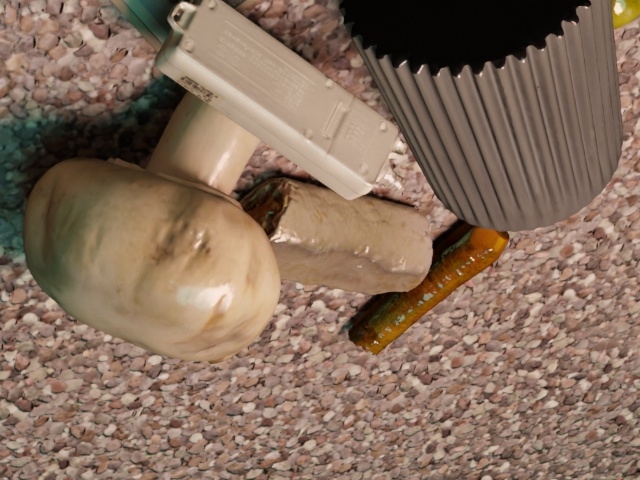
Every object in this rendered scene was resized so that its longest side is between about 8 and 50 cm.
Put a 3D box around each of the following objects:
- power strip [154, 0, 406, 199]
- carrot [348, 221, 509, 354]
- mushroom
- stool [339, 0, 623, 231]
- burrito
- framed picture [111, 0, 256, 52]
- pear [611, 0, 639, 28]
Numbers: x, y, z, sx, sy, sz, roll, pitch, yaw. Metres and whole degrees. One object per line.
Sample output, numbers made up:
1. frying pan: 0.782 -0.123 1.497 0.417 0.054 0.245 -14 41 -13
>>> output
1. power strip: -0.038 -0.155 1.956 0.338 0.098 0.058 34 151 -17
2. carrot: 0.146 0.063 2.372 0.260 0.070 0.070 -42 134 17
3. mushroom: -0.165 -0.035 2.024 0.314 0.314 0.336 37 80 -43
4. stool: 0.203 -0.202 2.002 0.297 0.297 0.330 -26 142 0
5. burrito: -0.002 0.002 2.223 0.299 0.105 0.143 9 130 -33
6. framed picture: -0.164 -0.298 1.923 0.150 0.015 0.203 -34 136 7
7. pear: 0.356 -0.303 2.117 0.092 0.092 0.097 -19 178 -8
